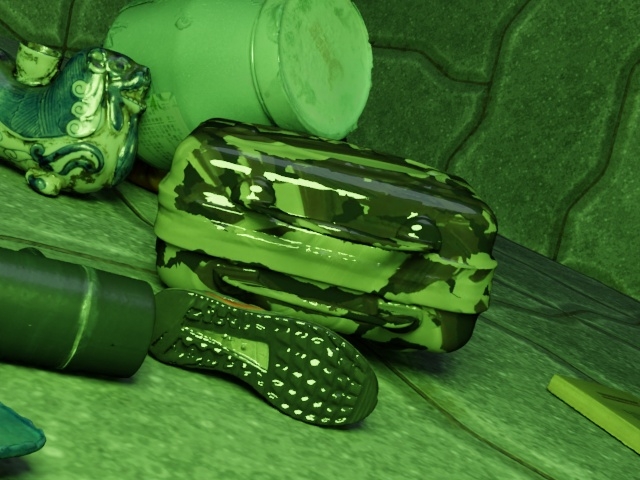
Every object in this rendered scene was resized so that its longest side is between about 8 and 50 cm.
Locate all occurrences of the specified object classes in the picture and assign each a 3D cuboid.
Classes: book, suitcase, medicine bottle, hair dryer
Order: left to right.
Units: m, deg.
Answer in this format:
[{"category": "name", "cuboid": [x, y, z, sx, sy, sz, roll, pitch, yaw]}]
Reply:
[{"category": "hair dryer", "cuboid": [-0.210, 0.033, 0.649, 0.124, 0.071, 0.219, 17, 4, -29]}, {"category": "medicine bottle", "cuboid": [-0.103, -0.218, 1.145, 0.290, 0.245, 0.245, -1, -8, 39]}, {"category": "suitcase", "cuboid": [0.000, 0.000, 0.911, 0.351, 0.194, 0.339, 13, 13, -4]}, {"category": "book", "cuboid": [0.397, 0.230, 1.044, 0.161, 0.026, 0.231, 17, 11, -32]}]

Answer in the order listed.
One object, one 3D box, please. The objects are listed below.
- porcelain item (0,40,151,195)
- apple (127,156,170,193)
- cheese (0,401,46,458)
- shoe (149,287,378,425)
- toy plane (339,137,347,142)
[{"category": "porcelain item", "cuboid": [-0.352, -0.169, 1.073, 0.288, 0.186, 0.138, 22, 11, 8]}, {"category": "apple", "cuboid": [-0.226, -0.147, 1.335, 0.147, 0.156, 0.158, 32, 37, 32]}, {"category": "cheese", "cuboid": [-0.223, 0.075, 0.330, 0.189, 0.074, 0.286, 26, 6, 20]}, {"category": "shoe", "cuboid": [-0.044, 0.085, 0.709, 0.194, 0.074, 0.077, 20, 4, 0]}, {"category": "toy plane", "cuboid": [0.008, -0.038, 1.298, 0.106, 0.155, 0.381, 23, 26, -3]}]
